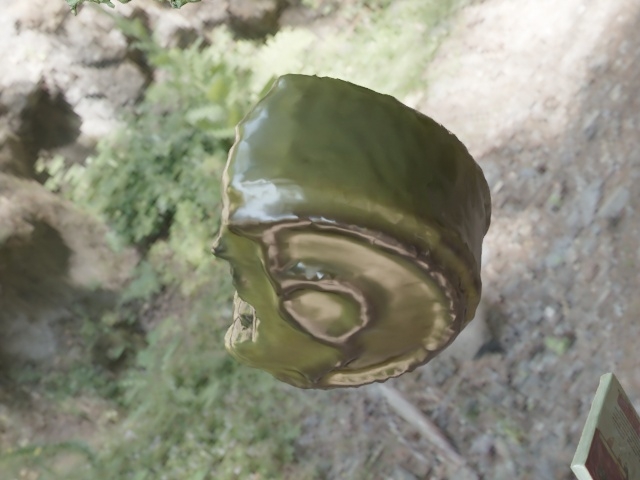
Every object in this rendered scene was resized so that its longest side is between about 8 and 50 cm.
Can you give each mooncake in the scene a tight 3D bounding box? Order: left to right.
[{"bbox_3d":[0.000,0.000,1.446,0.393,0.394,0.246,-17,48,35],"label":"mooncake"}]

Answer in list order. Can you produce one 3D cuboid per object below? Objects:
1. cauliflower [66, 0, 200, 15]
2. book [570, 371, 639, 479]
[{"bbox_3d":[-0.080,-0.279,0.765,0.275,0.272,0.250,-7,3,14],"label":"cauliflower"},{"bbox_3d":[0.347,0.265,1.385,0.022,0.162,0.232,-27,8,27],"label":"book"}]
